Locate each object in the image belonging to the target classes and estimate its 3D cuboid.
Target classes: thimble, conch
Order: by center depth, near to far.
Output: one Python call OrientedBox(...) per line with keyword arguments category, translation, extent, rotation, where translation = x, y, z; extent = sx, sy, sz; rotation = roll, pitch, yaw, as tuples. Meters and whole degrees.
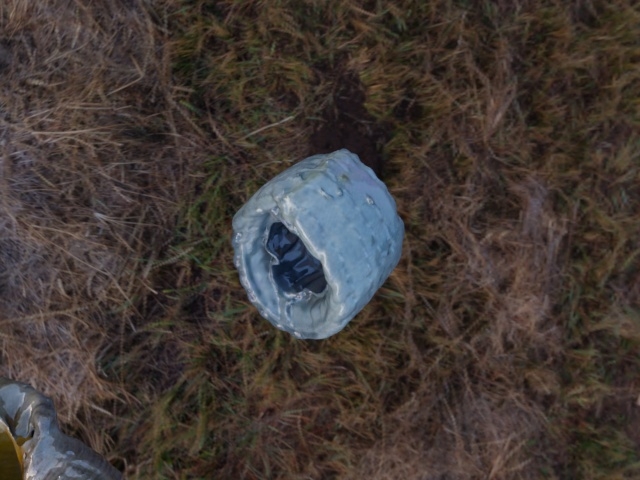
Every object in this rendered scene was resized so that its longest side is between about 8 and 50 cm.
OrientedBox(category="conch", translation=(-0.304, 0.260, 0.707), extent=(0.178, 0.163, 0.245), rotation=(-20, 75, -38))
OrientedBox(category="thimble", translation=(0.000, 0.000, 0.916), extent=(0.172, 0.204, 0.250), rotation=(-39, 148, -38))
